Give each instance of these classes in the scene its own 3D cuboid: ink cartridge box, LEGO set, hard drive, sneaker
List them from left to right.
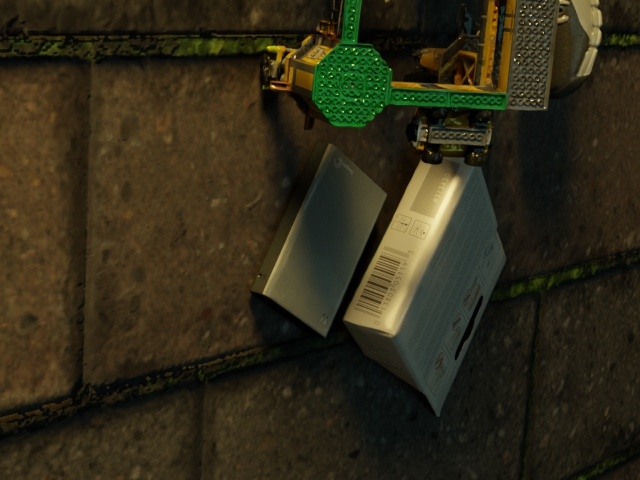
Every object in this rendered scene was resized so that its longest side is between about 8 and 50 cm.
[{"bbox_3d":[0.000,0.000,1.136,0.094,0.022,0.135,39,70,-49],"label":"hard drive"},{"bbox_3d":[0.065,-0.232,1.074,0.255,0.192,0.331,-7,105,-19],"label":"LEGO set"},{"bbox_3d":[0.102,0.041,1.271,0.181,0.056,0.225,-64,159,-17],"label":"ink cartridge box"},{"bbox_3d":[0.193,-0.250,1.268,0.132,0.086,0.229,15,78,-47],"label":"sneaker"}]
